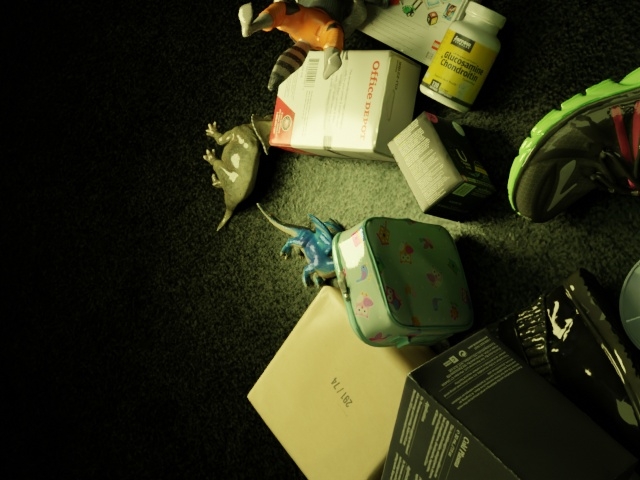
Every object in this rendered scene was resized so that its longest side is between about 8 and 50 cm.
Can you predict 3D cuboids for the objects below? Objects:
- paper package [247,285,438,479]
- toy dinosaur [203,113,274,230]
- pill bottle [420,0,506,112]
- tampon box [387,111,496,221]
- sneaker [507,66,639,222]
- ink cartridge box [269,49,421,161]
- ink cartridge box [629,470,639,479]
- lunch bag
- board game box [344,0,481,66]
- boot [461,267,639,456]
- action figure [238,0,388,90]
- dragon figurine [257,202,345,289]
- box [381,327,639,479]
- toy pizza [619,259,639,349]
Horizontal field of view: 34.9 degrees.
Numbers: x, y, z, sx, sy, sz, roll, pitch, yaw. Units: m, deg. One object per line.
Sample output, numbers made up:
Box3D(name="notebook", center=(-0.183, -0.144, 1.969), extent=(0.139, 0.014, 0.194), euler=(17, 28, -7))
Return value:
Box3D(name="paper package", center=(0.070, 0.294, 1.873), extent=(0.325, 0.168, 0.309), euler=(48, 113, 33))
Box3D(name="toy dinosaur", center=(-0.179, -0.163, 2.179), extent=(0.160, 0.121, 0.314), euler=(35, 102, 51))
Box3D(name="pill bottle", center=(0.263, -0.334, 1.849), extent=(0.103, 0.103, 0.184), euler=(35, 106, 37))
Box3D(name="tampon box", center=(0.220, -0.133, 1.843), extent=(0.101, 0.120, 0.161), euler=(-40, 61, 29))
Box3D(name="sneaker", center=(0.498, -0.146, 1.577), extent=(0.482, 0.185, 0.202), euler=(-32, 60, 33))
Box3D(name="ink cartridge box", center=(0.048, -0.266, 2.009), extent=(0.272, 0.114, 0.197), euler=(9, 88, 41))
Box3D(name="ink cartridge box", center=(0.475, 0.427, 1.586), extent=(0.150, 0.063, 0.109), euler=(48, 114, 34))
Box3D(name="lunch bag", center=(0.144, 0.079, 1.771), extent=(0.107, 0.279, 0.224), euler=(-25, 70, 38))
Box3D(name="board game box", center=(0.167, -0.473, 1.981), extent=(0.305, 0.053, 0.193), euler=(37, 108, 37))
Box3D(name="boot", center=(0.394, 0.242, 1.633), extent=(0.260, 0.131, 0.348), euler=(-37, 51, 22))
Box3D(name="action figure", center=(-0.061, -0.422, 1.941), extent=(0.341, 0.330, 0.179), euler=(17, 118, 8))
Box3D(name="dragon figurine", center=(0.000, 0.000, 2.025), extent=(0.144, 0.085, 0.289), euler=(-47, 62, 22))
Box3D(name="box", center=(0.273, 0.377, 1.584), extent=(0.312, 0.178, 0.343), euler=(43, 143, 32))
Box3D(name="toy pizza", center=(0.564, 0.097, 1.570), extent=(0.201, 0.032, 0.201), euler=(-14, 62, 30))
